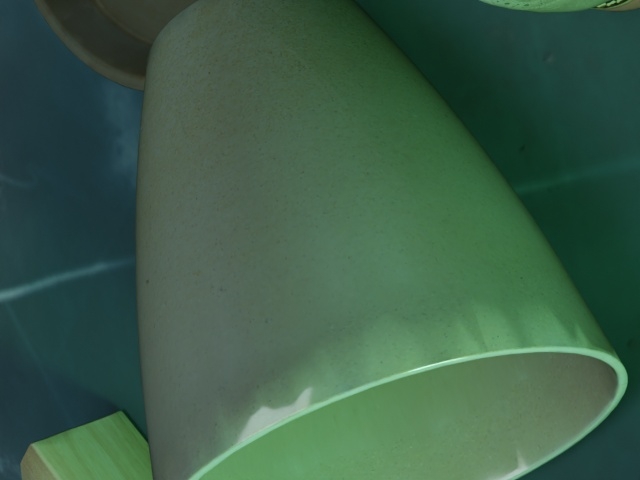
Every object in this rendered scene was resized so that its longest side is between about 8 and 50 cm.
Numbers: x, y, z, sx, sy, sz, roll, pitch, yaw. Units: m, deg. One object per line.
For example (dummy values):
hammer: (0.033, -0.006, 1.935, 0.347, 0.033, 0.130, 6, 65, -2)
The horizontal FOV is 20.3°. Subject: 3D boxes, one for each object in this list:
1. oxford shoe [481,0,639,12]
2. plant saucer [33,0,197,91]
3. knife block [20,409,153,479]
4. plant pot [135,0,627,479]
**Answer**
oxford shoe: (0.154, -0.257, 0.815, 0.123, 0.130, 0.348, 32, 123, 33)
plant saucer: (-0.108, -0.234, 1.138, 0.278, 0.041, 0.278, 14, 112, 41)
knife block: (-0.083, 0.267, 1.233, 0.242, 0.088, 0.276, -1, 102, 43)
plant pot: (0.000, 0.000, 0.990, 0.256, 0.256, 0.274, -44, 55, 42)
